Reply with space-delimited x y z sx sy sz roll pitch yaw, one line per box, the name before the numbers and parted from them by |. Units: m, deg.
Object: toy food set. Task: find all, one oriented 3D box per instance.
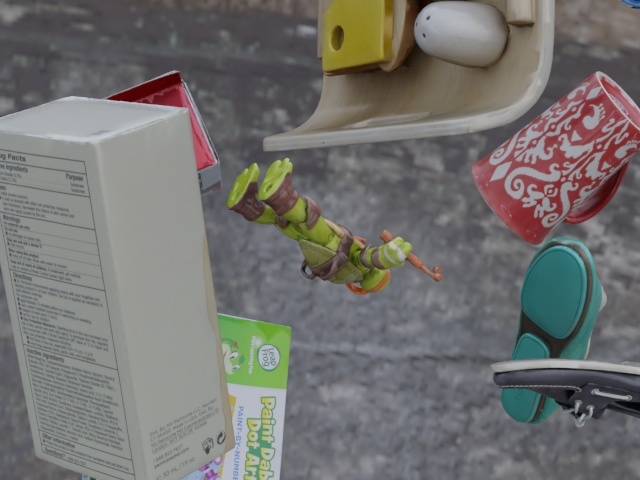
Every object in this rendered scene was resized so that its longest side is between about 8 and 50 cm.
toy food set | 0.030 -0.206 0.892 0.092 0.306 0.219 3 -2 -32

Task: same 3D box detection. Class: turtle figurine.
turtle figurine | 0.000 0.000 1.714 0.217 0.087 0.269 37 -9 -24

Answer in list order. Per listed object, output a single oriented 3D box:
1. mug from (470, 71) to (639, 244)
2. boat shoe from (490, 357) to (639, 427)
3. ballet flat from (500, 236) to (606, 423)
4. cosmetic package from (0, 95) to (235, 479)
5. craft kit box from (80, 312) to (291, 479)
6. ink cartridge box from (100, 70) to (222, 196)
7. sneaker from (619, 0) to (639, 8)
mug | 0.266 -0.091 1.651 0.113 0.169 0.150 55 24 16
boat shoe | 0.257 0.144 1.442 0.206 0.065 0.075 4 -3 -14
ballet flat | 0.247 0.082 1.585 0.087 0.247 0.083 -26 51 -36
cosmetic package | -0.180 0.043 1.314 0.160 0.310 0.113 11 24 40
craft kit box | -0.161 0.209 1.889 0.246 0.250 0.061 13 -17 -32
ink cartridge box | -0.296 -0.086 2.046 0.309 0.272 0.130 -24 83 -5
sneaker | 0.320 -0.234 1.339 0.144 0.053 0.059 -20 5 31
